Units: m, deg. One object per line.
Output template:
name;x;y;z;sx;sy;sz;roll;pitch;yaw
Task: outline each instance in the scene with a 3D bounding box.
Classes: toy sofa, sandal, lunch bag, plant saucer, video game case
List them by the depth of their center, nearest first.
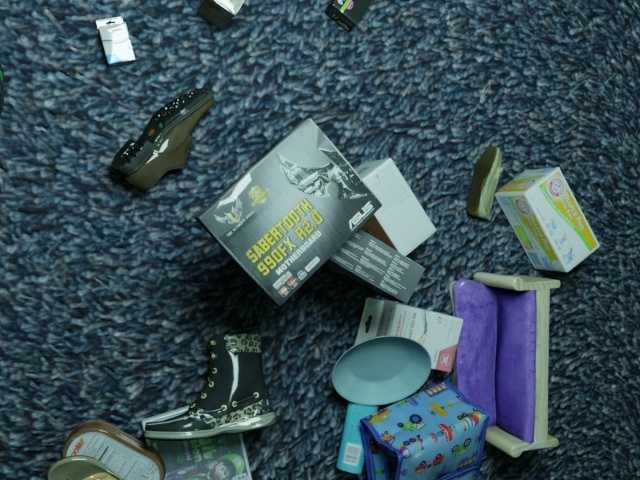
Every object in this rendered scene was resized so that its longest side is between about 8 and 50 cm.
sandal;-0.379;0.427;1.150;0.180;0.049;0.072;34;89;-11
video game case;-0.228;0.401;1.260;0.173;0.022;0.190;-14;97;-19
plant saucer;0.116;0.243;1.302;0.195;0.037;0.195;-5;127;-6
lunch bag;0.209;0.469;1.363;0.221;0.138;0.293;-17;118;-26
toy sofa;0.382;0.250;1.400;0.177;0.150;0.362;-1;93;-20

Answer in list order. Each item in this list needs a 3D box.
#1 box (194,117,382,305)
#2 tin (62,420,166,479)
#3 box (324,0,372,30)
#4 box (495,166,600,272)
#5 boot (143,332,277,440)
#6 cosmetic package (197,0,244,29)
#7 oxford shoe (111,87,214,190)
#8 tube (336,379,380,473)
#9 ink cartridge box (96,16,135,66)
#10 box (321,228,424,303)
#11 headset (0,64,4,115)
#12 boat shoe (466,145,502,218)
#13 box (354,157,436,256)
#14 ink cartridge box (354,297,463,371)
box;-0.046;-0.044;1.032;0.231;0.056;0.183;-44;106;-12
tin;-0.365;0.397;1.193;0.190;0.040;0.106;33;85;-12
box;0.060;-0.464;1.308;0.062;0.052;0.083;34;80;-17
box;0.485;-0.045;1.442;0.103;0.114;0.203;-35;102;-15
boot;-0.205;0.267;1.221;0.237;0.085;0.178;-4;76;-17
cosmetic package;-0.177;-0.419;1.193;0.060;0.115;0.041;32;83;-17
oxford shoe;-0.264;-0.182;1.204;0.227;0.083;0.096;-49;128;-13
tube;0.080;0.360;1.355;0.080;0.052;0.207;18;81;-26
ink cartridge box;-0.360;-0.352;1.178;0.048;0.028;0.083;-16;97;-18
box;0.000;0.000;1.207;0.307;0.242;0.076;30;83;-17
headset;-0.677;-0.234;0.988;0.394;0.243;0.185;-15;56;-8
boat shoe;0.356;-0.123;1.427;0.048;0.056;0.153;15;89;-29
box;0.121;-0.062;1.305;0.091;0.130;0.170;-37;103;-15
ink cartridge box;0.180;0.191;1.369;0.198;0.067;0.115;14;88;-19
